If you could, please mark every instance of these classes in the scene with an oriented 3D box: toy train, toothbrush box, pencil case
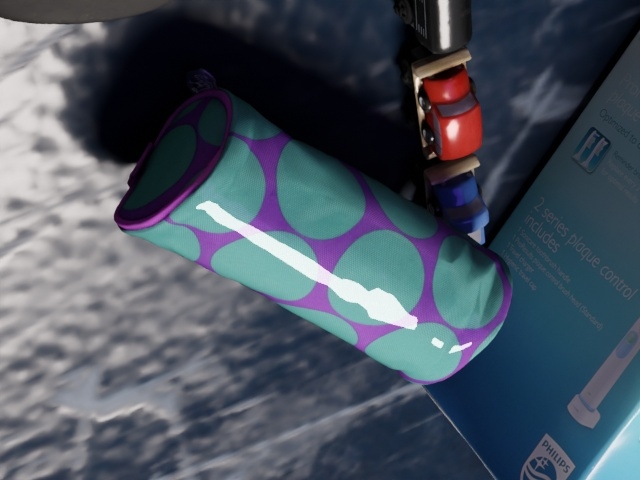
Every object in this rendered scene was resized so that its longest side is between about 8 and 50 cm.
[{"bbox_3d":[0.050,-0.052,0.561,0.027,0.036,0.158,-23,132,-15],"label":"toy train"},{"bbox_3d":[0.216,0.000,0.640,0.216,0.126,0.295,18,113,-38],"label":"toothbrush box"},{"bbox_3d":[0.000,0.000,0.535,0.151,0.070,0.064,30,84,-30],"label":"pencil case"}]

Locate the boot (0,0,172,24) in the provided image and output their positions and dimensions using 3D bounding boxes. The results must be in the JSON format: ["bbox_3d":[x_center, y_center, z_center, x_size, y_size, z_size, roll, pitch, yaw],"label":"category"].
[{"bbox_3d":[-0.138,-0.122,0.359,0.244,0.088,0.176,10,157,-13],"label":"boot"}]
